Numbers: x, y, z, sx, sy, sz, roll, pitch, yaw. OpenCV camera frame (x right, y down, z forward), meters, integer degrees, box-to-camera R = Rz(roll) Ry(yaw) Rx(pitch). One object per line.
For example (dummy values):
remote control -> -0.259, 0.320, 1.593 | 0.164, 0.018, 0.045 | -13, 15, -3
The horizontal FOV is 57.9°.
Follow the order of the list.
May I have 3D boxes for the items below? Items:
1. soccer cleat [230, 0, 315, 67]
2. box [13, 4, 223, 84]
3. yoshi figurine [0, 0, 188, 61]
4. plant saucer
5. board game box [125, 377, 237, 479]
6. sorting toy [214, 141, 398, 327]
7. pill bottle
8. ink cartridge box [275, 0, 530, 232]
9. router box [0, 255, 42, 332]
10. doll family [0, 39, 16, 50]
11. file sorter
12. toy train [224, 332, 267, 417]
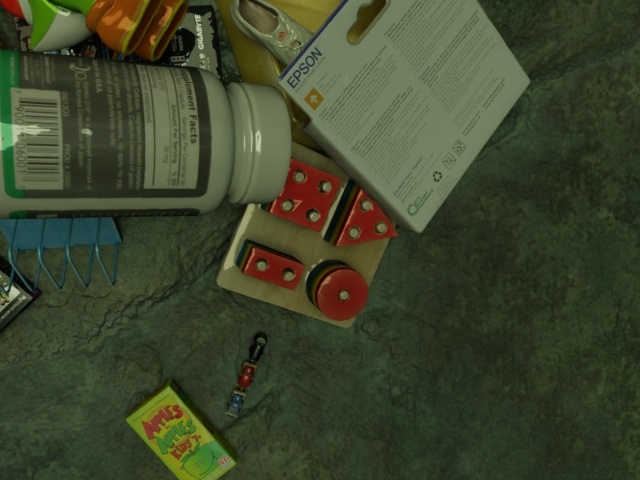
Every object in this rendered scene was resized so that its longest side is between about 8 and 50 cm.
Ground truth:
soccer cleat -> -0.046, -0.293, 0.852 | 0.196, 0.076, 0.068 | 29, 92, -10
box -> -0.297, -0.207, 0.911 | 0.294, 0.073, 0.295 | -7, 98, -6
yoshi figurine -> -0.338, -0.384, 0.703 | 0.362, 0.203, 0.203 | 30, 53, -4
plant saucer -> 0.026, -0.329, 0.936 | 0.333, 0.081, 0.332 | -19, 98, -5
board game box -> -0.236, 0.338, 0.994 | 0.092, 0.043, 0.181 | -38, 100, -2
sorting toy -> 0.000, 0.000, 0.935 | 0.256, 0.089, 0.256 | 21, 94, -23
pill bottle -> -0.236, -0.131, 0.763 | 0.362, 0.204, 0.204 | -2, 97, -26
ink cartridge box -> 0.131, -0.235, 0.867 | 0.330, 0.071, 0.324 | 43, 79, -26
router box -> -0.566, 0.105, 0.924 | 0.179, 0.046, 0.133 | -44, 100, -1
doll family -> -0.503, -0.230, 0.807 | 0.163, 0.118, 0.263 | -27, 63, -24
file sorter -> -0.405, 0.010, 0.879 | 0.171, 0.118, 0.104 | -4, 56, -7
toy train -> -0.128, 0.236, 1.000 | 0.027, 0.036, 0.158 | 21, 93, -9
